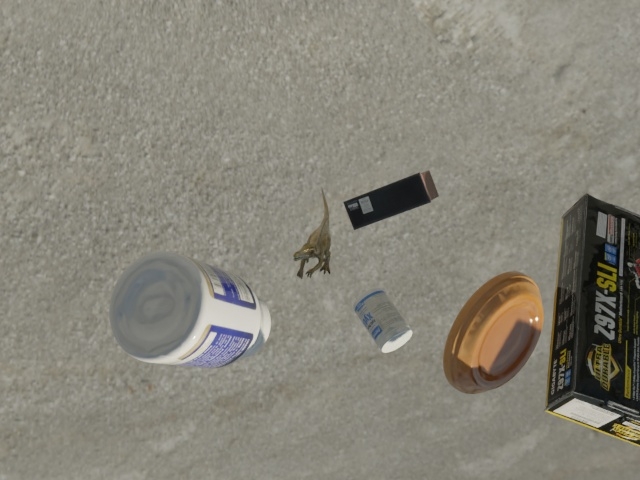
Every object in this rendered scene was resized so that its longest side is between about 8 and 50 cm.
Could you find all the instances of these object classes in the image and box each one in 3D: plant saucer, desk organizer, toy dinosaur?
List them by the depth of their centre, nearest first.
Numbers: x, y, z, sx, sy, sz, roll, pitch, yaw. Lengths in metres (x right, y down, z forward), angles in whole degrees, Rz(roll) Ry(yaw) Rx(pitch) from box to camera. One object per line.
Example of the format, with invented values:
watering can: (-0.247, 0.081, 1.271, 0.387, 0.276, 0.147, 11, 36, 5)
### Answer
toy dinosaur: (0.000, 0.000, 1.047, 0.053, 0.183, 0.092, 16, 122, 3)
plant saucer: (0.263, 0.142, 1.049, 0.200, 0.037, 0.199, -19, 123, -32)
desk organizer: (0.106, -0.061, 1.068, 0.130, 0.050, 0.047, -20, 93, 28)

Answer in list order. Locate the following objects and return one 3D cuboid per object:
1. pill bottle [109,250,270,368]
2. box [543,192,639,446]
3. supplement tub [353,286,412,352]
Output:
pill bottle: (-0.129, 0.082, 0.776, 0.112, 0.112, 0.187, -30, 159, 12)
box: (0.450, 0.118, 0.976, 0.257, 0.321, 0.079, 20, 147, -4)
supplement tub: (0.115, 0.147, 1.331, 0.071, 0.107, 0.071, -24, 148, -16)
